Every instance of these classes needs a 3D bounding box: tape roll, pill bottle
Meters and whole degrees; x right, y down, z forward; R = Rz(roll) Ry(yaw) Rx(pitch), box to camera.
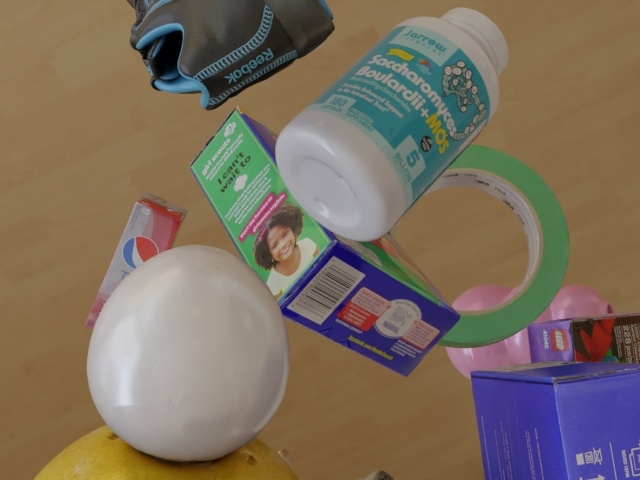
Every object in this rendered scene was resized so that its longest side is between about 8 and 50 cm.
[{"bbox_3d":[0.228,0.009,1.405,0.321,0.321,0.077,-18,166,-4],"label":"tape roll"},{"bbox_3d":[0.086,-0.132,0.910,0.264,0.146,0.146,-47,138,-26],"label":"pill bottle"}]

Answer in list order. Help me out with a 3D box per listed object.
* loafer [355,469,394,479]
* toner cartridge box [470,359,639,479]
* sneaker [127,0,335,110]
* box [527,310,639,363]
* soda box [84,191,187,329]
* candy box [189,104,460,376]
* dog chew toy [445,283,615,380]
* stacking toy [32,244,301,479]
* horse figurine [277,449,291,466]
[{"bbox_3d":[0.022,0.349,0.887,0.092,0.268,0.102,-25,106,29],"label":"loafer"},{"bbox_3d":[0.184,0.257,0.587,0.075,0.348,0.165,-7,175,-8],"label":"toner cartridge box"},{"bbox_3d":[-0.133,-0.218,0.822,0.139,0.341,0.125,-43,125,-11],"label":"sneaker"},{"bbox_3d":[0.301,0.216,0.846,0.200,0.293,0.057,-2,173,-35],"label":"box"},{"bbox_3d":[-0.337,0.050,1.607,0.092,0.083,0.263,23,104,-7],"label":"soda box"},{"bbox_3d":[0.000,0.000,1.154,0.122,0.317,0.268,-49,134,11],"label":"candy box"},{"bbox_3d":[0.408,0.170,1.712,0.331,0.207,0.206,-18,140,38],"label":"dog chew toy"},{"bbox_3d":[-0.092,0.235,0.559,0.350,0.350,0.480,5,107,-22],"label":"stacking toy"},{"bbox_3d":[-0.101,0.375,1.198,0.066,0.175,0.263,-23,156,31],"label":"horse figurine"}]
